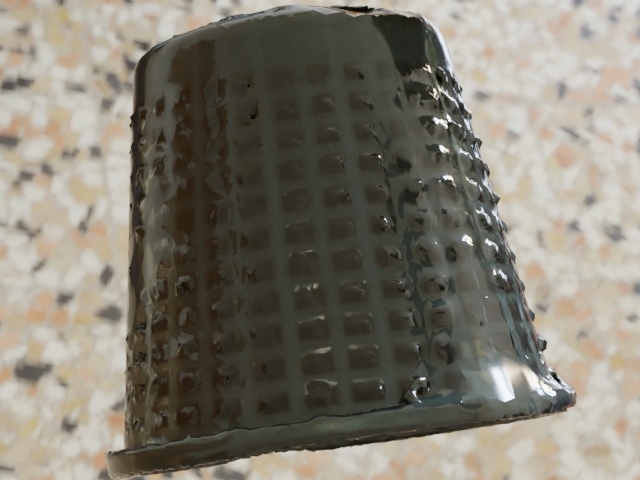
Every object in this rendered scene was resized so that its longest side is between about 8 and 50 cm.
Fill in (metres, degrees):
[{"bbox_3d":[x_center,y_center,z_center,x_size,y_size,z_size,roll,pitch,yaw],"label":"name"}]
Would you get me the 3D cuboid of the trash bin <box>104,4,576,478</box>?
[{"bbox_3d":[0.000,0.000,0.655,0.175,0.175,0.161,-4,82,-19],"label":"trash bin"}]
